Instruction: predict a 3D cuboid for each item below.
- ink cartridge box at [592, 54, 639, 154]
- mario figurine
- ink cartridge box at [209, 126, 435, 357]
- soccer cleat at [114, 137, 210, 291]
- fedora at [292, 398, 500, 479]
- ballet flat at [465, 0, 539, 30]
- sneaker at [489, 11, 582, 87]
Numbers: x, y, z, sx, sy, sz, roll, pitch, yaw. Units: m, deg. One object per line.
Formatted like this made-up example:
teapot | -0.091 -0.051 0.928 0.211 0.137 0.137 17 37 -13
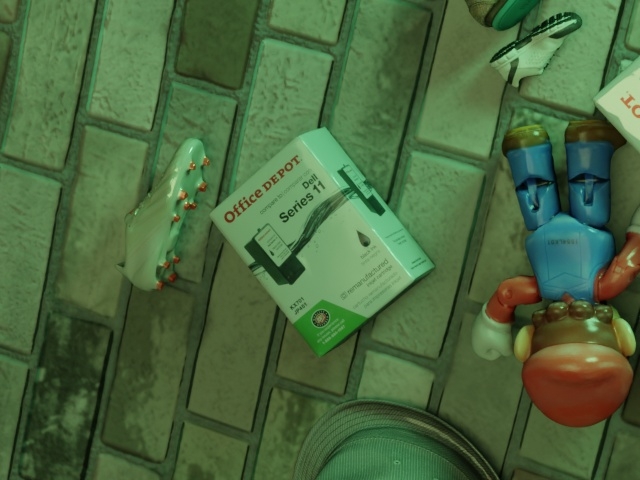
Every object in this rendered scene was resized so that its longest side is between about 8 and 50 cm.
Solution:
ink cartridge box | 0.440 -0.161 1.746 0.273 0.115 0.198 -44 84 22
mario figurine | 0.268 0.038 1.868 0.198 0.170 0.320 -5 87 57
ink cartridge box | 0.000 0.000 1.956 0.153 0.087 0.208 -41 84 21
soccer cleat | -0.188 -0.033 2.034 0.076 0.068 0.196 26 110 18
fedora | 0.075 0.315 1.966 0.275 0.124 0.243 30 108 13
ballet flat | 0.251 -0.353 1.793 0.316 0.107 0.106 -43 70 21
sneaker | 0.234 -0.203 1.862 0.109 0.040 0.043 -31 104 26
